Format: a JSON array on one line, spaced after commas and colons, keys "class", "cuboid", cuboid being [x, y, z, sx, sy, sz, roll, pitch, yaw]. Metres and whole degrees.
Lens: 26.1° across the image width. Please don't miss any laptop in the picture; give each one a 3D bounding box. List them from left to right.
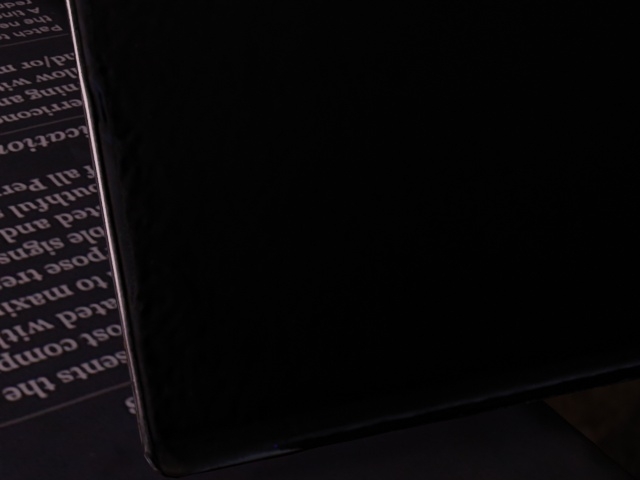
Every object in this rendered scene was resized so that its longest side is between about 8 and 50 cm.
[{"class": "laptop", "cuboid": [0.068, -0.167, 0.530, 0.408, 0.382, 0.236, -121, 27, -51]}]

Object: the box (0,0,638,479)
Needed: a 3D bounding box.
[{"class": "box", "cuboid": [-0.138, 0.211, 0.589, 0.472, 0.297, 0.480, 42, 137, 42]}]
